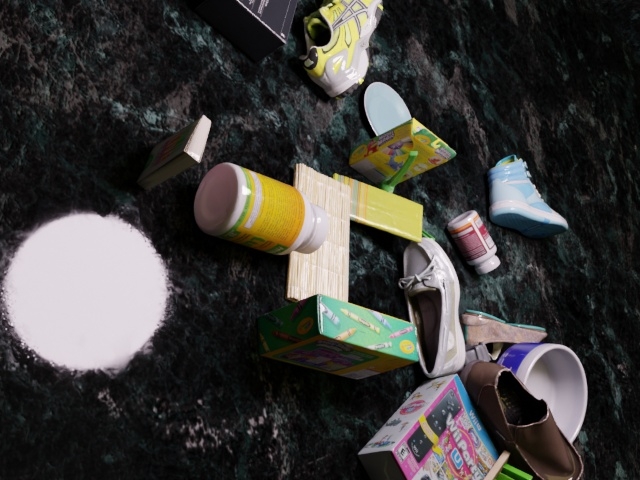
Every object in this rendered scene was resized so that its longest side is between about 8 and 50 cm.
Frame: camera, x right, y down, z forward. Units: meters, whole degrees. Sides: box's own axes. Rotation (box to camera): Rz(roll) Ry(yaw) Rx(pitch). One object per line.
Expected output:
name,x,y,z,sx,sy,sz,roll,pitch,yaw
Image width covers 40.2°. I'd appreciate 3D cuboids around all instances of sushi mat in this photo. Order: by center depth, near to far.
sushi mat,0.000,0.000,1.822,0.151,0.019,0.316,21,58,-33

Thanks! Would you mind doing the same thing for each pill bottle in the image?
pill bottle,-0.104,-0.049,1.656,0.246,0.136,0.136,18,58,-42
pill bottle,0.393,0.007,2.230,0.152,0.086,0.086,60,39,-8

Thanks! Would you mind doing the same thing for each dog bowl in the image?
dog bowl,0.526,0.380,2.114,0.265,0.104,0.265,0,90,-39

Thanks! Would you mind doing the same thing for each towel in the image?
towel,0.125,-0.069,1.965,0.237,0.021,0.102,18,61,-22

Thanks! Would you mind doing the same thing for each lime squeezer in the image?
lime squeezer,0.194,-0.098,2.055,0.310,0.110,0.059,70,8,-47

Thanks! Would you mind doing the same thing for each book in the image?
book,-0.255,-0.153,1.532,0.035,0.144,0.096,40,45,-28

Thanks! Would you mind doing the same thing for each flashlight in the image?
flashlight,0.376,0.392,2.017,0.103,0.103,0.304,-16,89,-42

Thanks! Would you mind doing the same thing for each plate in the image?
plate,0.166,-0.304,2.178,0.188,0.024,0.188,23,56,-39

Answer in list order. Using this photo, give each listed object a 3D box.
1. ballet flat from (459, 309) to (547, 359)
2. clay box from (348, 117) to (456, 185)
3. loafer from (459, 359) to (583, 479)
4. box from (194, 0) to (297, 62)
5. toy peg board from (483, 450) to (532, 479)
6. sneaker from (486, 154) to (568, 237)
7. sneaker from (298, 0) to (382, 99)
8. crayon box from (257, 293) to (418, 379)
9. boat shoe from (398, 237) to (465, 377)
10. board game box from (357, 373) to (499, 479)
ballet flat,0.450,0.248,2.181,0.316,0.107,0.106,15,81,-38
clay box,0.188,-0.200,1.994,0.127,0.222,0.053,31,50,-36
loafer,0.451,0.413,1.910,0.366,0.130,0.134,46,66,-8
box,-0.145,-0.544,1.886,0.184,0.103,0.261,35,48,-28
toy peg board,0.379,0.562,1.861,0.161,0.079,0.160,-26,135,-56
sneaker,0.592,-0.131,2.492,0.319,0.127,0.208,17,60,-44
sneaker,0.045,-0.518,2.055,0.147,0.145,0.384,33,48,-34
crayon box,0.037,0.190,1.673,0.278,0.165,0.081,21,57,-41
boat shoe,0.245,0.149,1.972,0.103,0.118,0.320,4,76,-52
board game box,0.234,0.451,1.822,0.303,0.097,0.224,-36,100,-51
